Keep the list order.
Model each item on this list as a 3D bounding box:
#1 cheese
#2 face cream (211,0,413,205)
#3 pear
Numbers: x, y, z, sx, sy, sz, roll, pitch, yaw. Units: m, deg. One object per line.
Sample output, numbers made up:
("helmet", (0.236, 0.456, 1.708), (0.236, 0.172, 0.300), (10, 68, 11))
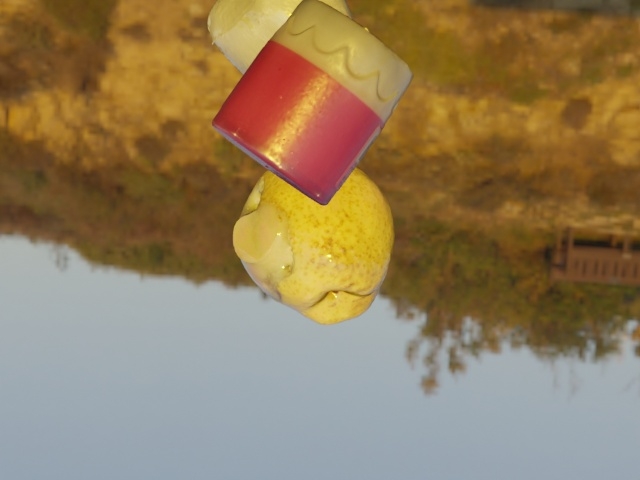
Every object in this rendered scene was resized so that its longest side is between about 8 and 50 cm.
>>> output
("cheese", (-0.045, -0.294, 1.688), (0.198, 0.189, 0.154), (-36, -161, 36))
("face cream", (-0.008, -0.166, 1.474), (0.175, 0.195, 0.175), (35, 178, 1))
("pear", (0.000, 0.000, 1.941), (0.271, 0.271, 0.271), (3, -173, 0))
